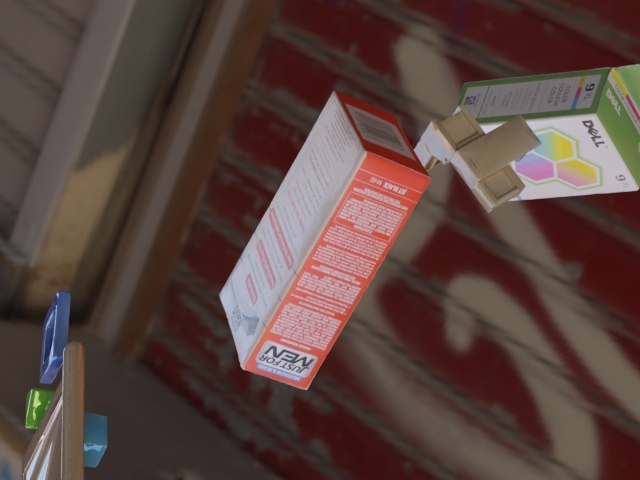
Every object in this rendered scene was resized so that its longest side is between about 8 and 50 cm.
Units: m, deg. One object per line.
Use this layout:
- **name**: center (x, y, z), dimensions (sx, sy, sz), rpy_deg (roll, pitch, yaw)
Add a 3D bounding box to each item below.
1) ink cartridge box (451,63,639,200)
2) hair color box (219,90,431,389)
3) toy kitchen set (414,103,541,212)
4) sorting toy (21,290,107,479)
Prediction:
- **ink cartridge box**: center (0.234, -0.098, 1.587), dimensions (0.209, 0.062, 0.109), rpy_deg (-4, 141, 34)
- **hair color box**: center (0.000, 0.000, 1.115), dimensions (0.053, 0.167, 0.093), rpy_deg (22, -157, -24)
- **toy kitchen set**: center (0.128, -0.061, 1.384), dimensions (0.068, 0.075, 0.083), rpy_deg (-30, -104, -26)
- **sorting toy**: center (-0.204, 0.208, 1.391), dimensions (0.047, 0.196, 0.348), rpy_deg (9, -133, -17)
